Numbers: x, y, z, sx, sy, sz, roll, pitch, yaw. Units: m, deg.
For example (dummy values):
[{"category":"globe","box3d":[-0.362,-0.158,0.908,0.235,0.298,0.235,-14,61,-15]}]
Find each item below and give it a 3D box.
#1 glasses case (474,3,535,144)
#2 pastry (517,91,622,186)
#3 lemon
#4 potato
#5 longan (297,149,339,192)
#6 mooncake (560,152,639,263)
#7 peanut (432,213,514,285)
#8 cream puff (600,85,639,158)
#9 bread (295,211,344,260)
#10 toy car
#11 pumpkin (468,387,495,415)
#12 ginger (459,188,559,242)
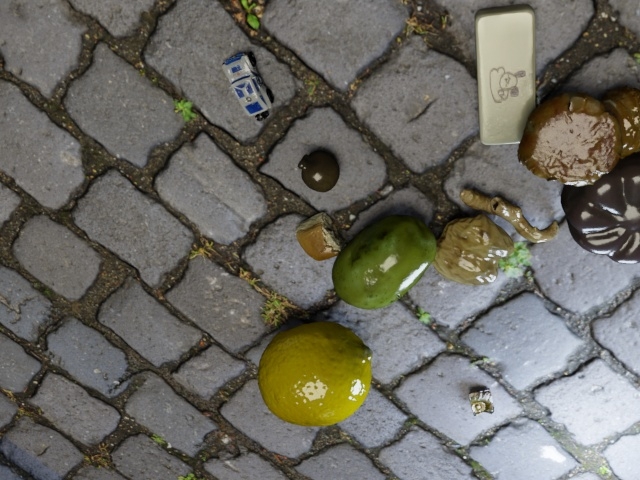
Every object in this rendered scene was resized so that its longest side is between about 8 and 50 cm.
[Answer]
[{"category":"glasses case","box3d":[0.427,-0.377,1.624,0.131,0.070,0.313,-2,121,13]},{"category":"pastry","box3d":[0.555,-0.220,1.584,0.228,0.100,0.219,-20,105,24]},{"category":"lemon","box3d":[-0.018,0.388,2.051,0.335,0.336,0.336,5,122,9]},{"category":"potato","box3d":[0.166,0.058,1.871,0.215,0.216,0.304,34,115,-10]},{"category":"longan","box3d":[-0.006,-0.182,1.814,0.119,0.106,0.106,26,125,-29]},{"category":"mooncake","box3d":[0.743,-0.082,1.695,0.305,0.154,0.306,4,120,7]},{"category":"peanut","box3d":[0.397,0.025,1.849,0.196,0.110,0.233,26,128,1]},{"category":"cream puff","box3d":[0.695,-0.272,1.594,0.115,0.165,0.150,-19,78,-11]},{"category":"bread","box3d":[-0.001,-0.001,1.939,0.106,0.082,0.125,-28,115,19]},{"category":"toy car","box3d":[-0.179,-0.379,1.750,0.080,0.070,0.171,-17,116,20]},{"category":"pumpkin","box3d":[0.498,0.496,2.174,0.073,0.035,0.101,-11,116,5]},{"category":"ginger","box3d":[0.486,-0.068,1.803,0.288,0.075,0.089,24,159,-5]}]
